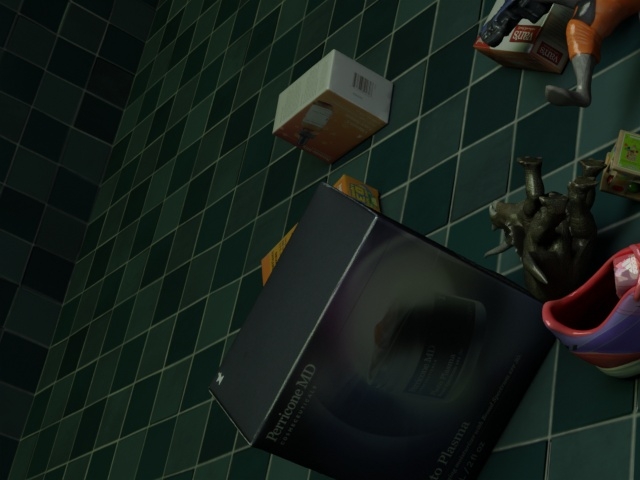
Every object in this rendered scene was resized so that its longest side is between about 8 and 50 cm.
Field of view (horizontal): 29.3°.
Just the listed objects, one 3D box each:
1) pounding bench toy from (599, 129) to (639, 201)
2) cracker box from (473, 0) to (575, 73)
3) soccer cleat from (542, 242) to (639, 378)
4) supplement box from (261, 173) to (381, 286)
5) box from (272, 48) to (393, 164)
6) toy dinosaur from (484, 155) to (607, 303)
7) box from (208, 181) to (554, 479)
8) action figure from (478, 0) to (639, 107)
[{"bbox_3d":[0.369,-0.079,1.398,0.065,0.083,0.052,96,-170,-65],"label":"pounding bench toy"},{"bbox_3d":[0.325,-0.355,1.721,0.232,0.067,0.156,-64,25,0],"label":"cracker box"},{"bbox_3d":[0.363,0.031,1.221,0.318,0.116,0.108,-42,33,38],"label":"soccer cleat"},{"bbox_3d":[0.000,0.000,1.984,0.233,0.080,0.078,-44,33,30],"label":"supplement box"},{"bbox_3d":[0.020,-0.226,2.099,0.170,0.130,0.091,-34,39,47],"label":"box"},{"bbox_3d":[0.267,0.001,1.381,0.313,0.121,0.160,-94,2,-66],"label":"toy dinosaur"},{"bbox_3d":[0.076,0.135,1.458,0.296,0.294,0.183,-62,25,4],"label":"box"},{"bbox_3d":[0.351,-0.297,1.519,0.341,0.179,0.330,-45,26,47],"label":"action figure"}]
